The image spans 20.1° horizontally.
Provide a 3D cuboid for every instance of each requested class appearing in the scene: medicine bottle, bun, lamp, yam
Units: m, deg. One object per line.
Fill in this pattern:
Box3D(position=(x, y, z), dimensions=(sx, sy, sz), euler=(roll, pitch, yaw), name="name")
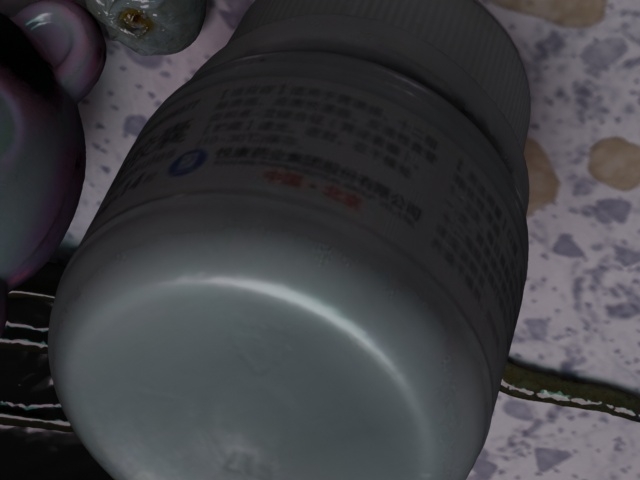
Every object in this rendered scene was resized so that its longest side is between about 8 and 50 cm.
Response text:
Box3D(position=(0.000, 0.000, 1.051), dimensions=(0.245, 0.306, 0.245), euler=(10, 132, 11), name="medicine bottle")
Box3D(position=(-0.111, -0.149, 1.134), dimensions=(0.083, 0.045, 0.083), euler=(12, 137, 12), name="bun")
Box3D(position=(-0.296, -0.056, 1.191), dimensions=(0.301, 0.247, 0.247), euler=(14, 164, 15), name="lamp")
Box3D(position=(0.124, 0.095, 1.284), dimensions=(0.234, 0.029, 0.027), euler=(16, 122, 4), name="yam")

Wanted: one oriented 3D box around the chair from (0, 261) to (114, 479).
Box3D(position=(-0.228, 0.247, 1.249), dimensions=(0.365, 0.410, 0.362), euler=(5, 131, 0), name="chair")
